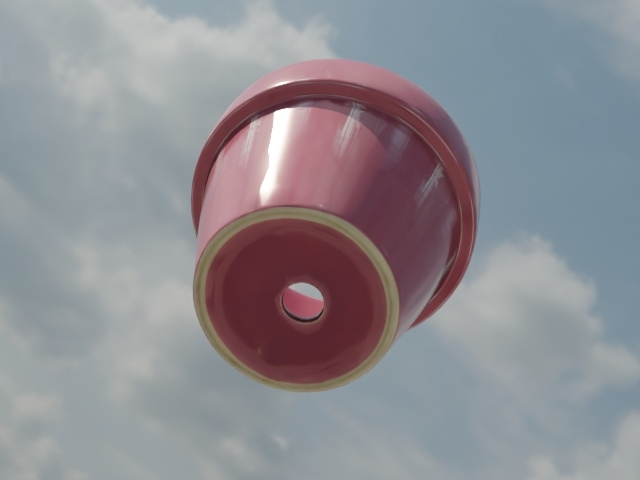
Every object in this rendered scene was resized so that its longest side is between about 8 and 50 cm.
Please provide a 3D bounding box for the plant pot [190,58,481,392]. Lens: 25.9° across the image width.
[{"bbox_3d":[0.000,0.000,0.916,0.201,0.180,0.201,4,-65,9],"label":"plant pot"}]
